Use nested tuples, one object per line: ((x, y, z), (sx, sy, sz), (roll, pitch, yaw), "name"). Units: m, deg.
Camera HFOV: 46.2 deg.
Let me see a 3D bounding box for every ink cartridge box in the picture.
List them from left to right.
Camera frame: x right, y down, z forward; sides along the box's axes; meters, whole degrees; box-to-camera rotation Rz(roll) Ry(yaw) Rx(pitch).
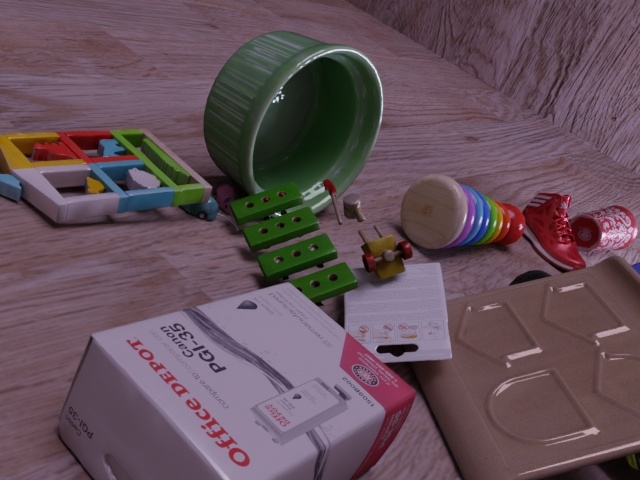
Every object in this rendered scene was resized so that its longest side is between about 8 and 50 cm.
((-0.071, 0.165, 0.733), (0.207, 0.117, 0.283), (39, 27, 25), "ink cartridge box")
((0.105, 0.109, 1.047), (0.145, 0.045, 0.179), (-4, 45, 5), "ink cartridge box")

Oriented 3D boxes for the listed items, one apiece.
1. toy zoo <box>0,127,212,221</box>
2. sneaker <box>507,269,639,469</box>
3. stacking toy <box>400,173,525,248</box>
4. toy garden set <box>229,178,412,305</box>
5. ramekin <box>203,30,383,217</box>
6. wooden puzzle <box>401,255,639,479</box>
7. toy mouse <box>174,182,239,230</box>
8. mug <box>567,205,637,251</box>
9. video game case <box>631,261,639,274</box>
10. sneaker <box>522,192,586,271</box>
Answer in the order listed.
((-0.326, -0.099, 1.070), (0.293, 0.030, 0.192), (-11, 41, -45), "toy zoo")
((0.411, 0.201, 1.149), (0.147, 0.145, 0.385), (28, 22, -44), "sneaker")
((0.305, -0.044, 1.509), (0.330, 0.141, 0.141), (6, 31, -50), "stacking toy")
((0.000, 0.000, 1.110), (0.203, 0.049, 0.244), (-19, 44, -12), "toy garden set")
((-0.050, -0.200, 1.263), (0.148, 0.304, 0.303), (34, 25, 35), "ramekin")
((0.310, 0.173, 0.990), (0.347, 0.081, 0.322), (-16, 34, -4), "wooden puzzle")
((-0.171, -0.067, 1.188), (0.143, 0.031, 0.161), (41, 28, 29), "toy mouse")
((0.681, -0.019, 1.869), (0.169, 0.150, 0.113), (-7, 77, -44), "mug")
((0.572, 0.196, 1.160), (0.244, 0.061, 0.270), (57, 20, -30), "video game case")
((0.533, -0.031, 1.683), (0.087, 0.128, 0.221), (6, 32, -37), "sneaker")
